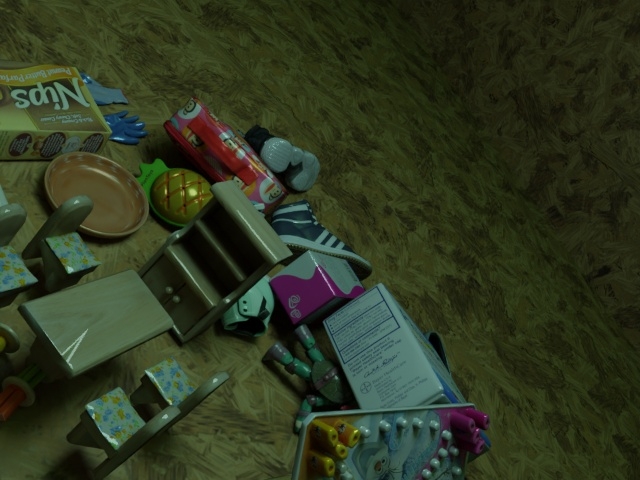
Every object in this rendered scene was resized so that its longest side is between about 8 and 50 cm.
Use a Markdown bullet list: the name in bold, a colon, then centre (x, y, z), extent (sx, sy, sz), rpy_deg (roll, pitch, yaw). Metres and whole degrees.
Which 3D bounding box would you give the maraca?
- **maraca**: centre (-0.299, -0.097, 1.325), extent (0.185, 0.099, 0.127), rpy_deg (27, 63, -1)

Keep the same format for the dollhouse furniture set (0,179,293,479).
- **dollhouse furniture set**: centre (-0.255, 0.073, 0.992), extent (0.362, 0.256, 0.394), rpy_deg (50, 24, 7)

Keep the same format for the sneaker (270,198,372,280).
- **sneaker**: centre (0.000, 0.000, 1.548), extent (0.282, 0.099, 0.153), rpy_deg (19, 44, -31)

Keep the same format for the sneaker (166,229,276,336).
- **sneaker**: centre (-0.190, 0.085, 1.246), extent (0.255, 0.094, 0.151), rpy_deg (35, 29, -21)

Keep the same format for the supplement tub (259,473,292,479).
- **supplement tub**: centre (-0.072, 0.433, 0.970), extent (0.199, 0.144, 0.144), rpy_deg (8, 49, -43)

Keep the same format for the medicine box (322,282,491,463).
- **medicine box**: centre (0.165, 0.277, 1.261), extent (0.263, 0.149, 0.289), rpy_deg (50, 10, -41)

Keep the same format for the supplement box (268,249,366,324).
- **supplement box**: centre (0.003, 0.104, 1.371), extent (0.111, 0.113, 0.220), rpy_deg (59, 14, 19)

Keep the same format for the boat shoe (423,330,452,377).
- **boat shoe**: centre (0.259, 0.348, 1.462), extent (0.116, 0.099, 0.320), rpy_deg (23, 40, -31)

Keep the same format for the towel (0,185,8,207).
- **towel**: centre (-0.613, -0.097, 0.900), extent (0.312, 0.056, 0.325), rpy_deg (-30, 107, -56)

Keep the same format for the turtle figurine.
- **turtle figurine**: centre (0.005, 0.279, 1.253), extent (0.234, 0.118, 0.175), rpy_deg (49, 33, 15)

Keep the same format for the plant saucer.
- **plant saucer**: centre (-0.424, -0.081, 1.222), extent (0.199, 0.037, 0.200), rpy_deg (28, 38, -25)

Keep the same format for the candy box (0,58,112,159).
- **candy box**: centre (-0.569, -0.241, 1.188), extent (0.316, 0.087, 0.183), rpy_deg (-9, 61, -51)

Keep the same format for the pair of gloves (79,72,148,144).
- **pair of gloves**: centre (-0.470, -0.289, 1.408), extent (0.159, 0.023, 0.198), rpy_deg (-8, 62, -51)

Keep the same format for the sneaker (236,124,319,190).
- **sneaker**: centre (-0.110, -0.218, 1.649), extent (0.153, 0.101, 0.268), rpy_deg (34, 3, 27)

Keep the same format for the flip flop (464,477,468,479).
- **flip flop**: centre (0.220, 0.558, 1.229), extent (0.112, 0.080, 0.277), rpy_deg (49, 48, -6)

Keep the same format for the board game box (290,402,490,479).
- **board game box**: centre (0.101, 0.452, 0.987), extent (0.389, 0.050, 0.391), rpy_deg (9, 91, -40)

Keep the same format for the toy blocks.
- **toy blocks**: centre (-0.454, 0.197, 0.882), extent (0.123, 0.054, 0.148), rpy_deg (42, 34, -5)

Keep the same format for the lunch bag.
- **lunch bag**: centre (-0.198, -0.173, 1.400), extent (0.293, 0.120, 0.258), rpy_deg (46, -1, 0)
